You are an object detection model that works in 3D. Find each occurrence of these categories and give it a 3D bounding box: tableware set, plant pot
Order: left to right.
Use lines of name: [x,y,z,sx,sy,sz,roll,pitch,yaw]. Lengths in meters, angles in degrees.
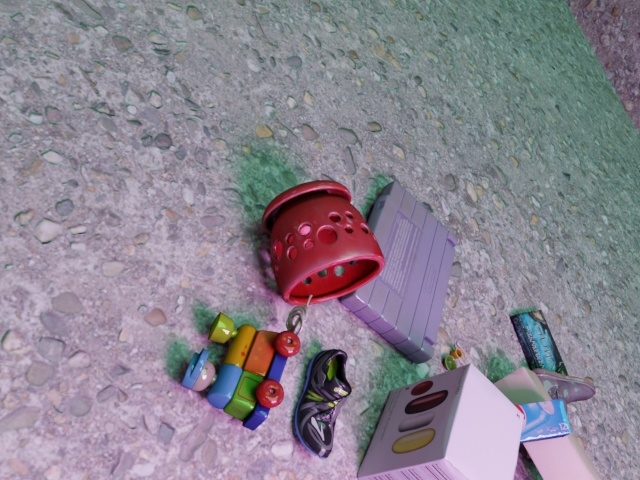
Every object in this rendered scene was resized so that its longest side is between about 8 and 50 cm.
plant pot: [0.000,0.000,1.064,0.191,0.191,0.174,3,59,-40]
tableware set: [0.325,0.297,1.293,0.154,0.024,0.104,55,43,-1]

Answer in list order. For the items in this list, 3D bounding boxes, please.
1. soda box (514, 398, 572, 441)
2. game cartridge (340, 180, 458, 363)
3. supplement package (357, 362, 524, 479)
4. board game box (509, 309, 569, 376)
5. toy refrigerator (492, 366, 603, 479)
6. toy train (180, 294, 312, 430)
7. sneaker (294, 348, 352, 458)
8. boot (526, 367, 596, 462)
soda box: [0.366,0.360,1.167,0.071,0.209,0.067,72,8,-65]
game cartridge: [0.176,0.056,1.282,0.230,0.068,0.355,37,46,-14]
supplement package: [0.206,0.350,1.025,0.149,0.203,0.194,44,44,-12]
board game box: [0.551,0.270,1.509,0.126,0.026,0.186,-1,67,-42]
toy refrigerator: [0.465,0.407,1.242,0.102,0.094,0.270,30,28,-52]
toy train: [-0.110,0.154,0.947,0.143,0.105,0.248,28,49,-9]
sneaker: [0.008,0.262,0.993,0.067,0.078,0.188,31,49,-24]
boot: [0.547,0.411,1.361,0.189,0.076,0.209,14,54,-10]
